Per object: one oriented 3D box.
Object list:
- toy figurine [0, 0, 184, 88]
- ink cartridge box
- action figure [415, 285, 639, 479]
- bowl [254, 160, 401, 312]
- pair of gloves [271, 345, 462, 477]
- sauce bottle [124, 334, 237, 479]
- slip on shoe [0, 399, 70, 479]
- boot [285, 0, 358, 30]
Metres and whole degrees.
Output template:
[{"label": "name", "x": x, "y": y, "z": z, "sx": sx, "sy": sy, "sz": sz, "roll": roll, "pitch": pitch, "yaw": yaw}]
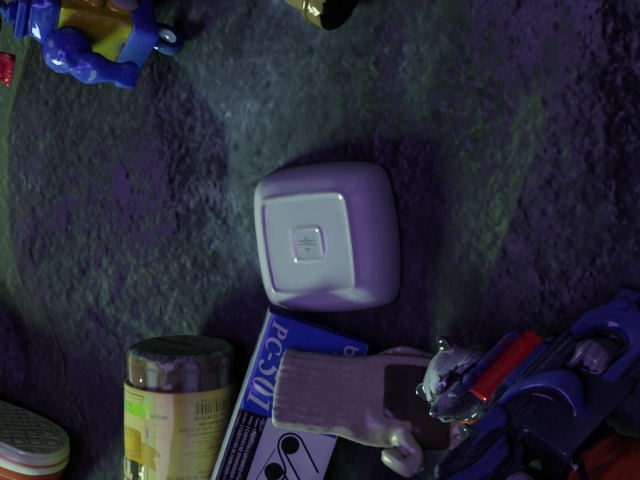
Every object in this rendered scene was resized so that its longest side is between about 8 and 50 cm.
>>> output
[{"label": "toy figurine", "x": -0.244, "y": -0.212, "z": 1.537, "sx": 0.362, "sy": 0.217, "sz": 0.191, "roll": -104, "pitch": 31, "yaw": -50}, {"label": "ink cartridge box", "x": -0.035, "y": 0.176, "z": 1.480, "sx": 0.097, "sy": 0.046, "sz": 0.207, "roll": 19, "pitch": 93, "yaw": -6}, {"label": "action figure", "x": 0.189, "y": 0.219, "z": 1.319, "sx": 0.330, "sy": 0.341, "sz": 0.178, "roll": 47, "pitch": 156, "yaw": 22}, {"label": "bowl", "x": 0.000, "y": 0.000, "z": 1.478, "sx": 0.142, "sy": 0.053, "sz": 0.142, "roll": -4, "pitch": 96, "yaw": 26}, {"label": "pair of gloves", "x": 0.058, "y": 0.212, "z": 1.422, "sx": 0.204, "sy": 0.042, "sz": 0.240, "roll": 0, "pitch": 76, "yaw": -1}, {"label": "sauce bottle", "x": -0.137, "y": 0.268, "z": 1.553, "sx": 0.111, "sy": 0.111, "sz": 0.344, "roll": 5, "pitch": 98, "yaw": 27}, {"label": "slip on shoe", "x": -0.417, "y": 0.200, "z": 1.692, "sx": 0.331, "sy": 0.123, "sz": 0.101, "roll": 21, "pitch": 110, "yaw": 19}, {"label": "boot", "x": -0.058, "y": -0.345, "z": 1.440, "sx": 0.269, "sy": 0.089, "sz": 0.236, "roll": 34, "pitch": 111, "yaw": 21}]
